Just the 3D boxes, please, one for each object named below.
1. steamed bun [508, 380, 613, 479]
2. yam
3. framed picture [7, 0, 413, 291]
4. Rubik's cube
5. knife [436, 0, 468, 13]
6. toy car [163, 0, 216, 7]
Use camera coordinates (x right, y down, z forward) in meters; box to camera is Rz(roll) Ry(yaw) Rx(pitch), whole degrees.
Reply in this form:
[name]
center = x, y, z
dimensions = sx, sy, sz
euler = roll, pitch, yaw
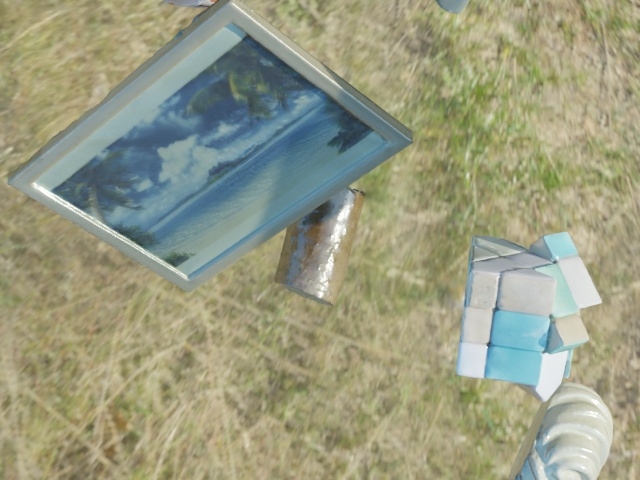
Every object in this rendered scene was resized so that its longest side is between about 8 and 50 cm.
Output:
[steamed bun]
center = 0.321, 0.281, 1.733
dimensions = 0.106, 0.183, 0.183
euler = 23, 108, 6
[yam]
center = -0.003, -0.001, 1.398
dimensions = 0.084, 0.084, 0.127
euler = 17, 82, 4
[framed picture]
center = -0.105, -0.077, 1.217
dimensions = 0.232, 0.024, 0.315
euler = 33, 130, -31
[Rubik's cube]
center = 0.112, 0.036, 0.704
dimensions = 0.073, 0.084, 0.075
euler = 8, 126, 9
[knife]
center = 0.100, -0.176, 0.757
dimensions = 0.023, 0.162, 0.044
euler = 36, 73, -1
[toy car]
center = -0.133, -0.357, 1.431
dimensions = 0.089, 0.108, 0.210
euler = -12, 106, -23
